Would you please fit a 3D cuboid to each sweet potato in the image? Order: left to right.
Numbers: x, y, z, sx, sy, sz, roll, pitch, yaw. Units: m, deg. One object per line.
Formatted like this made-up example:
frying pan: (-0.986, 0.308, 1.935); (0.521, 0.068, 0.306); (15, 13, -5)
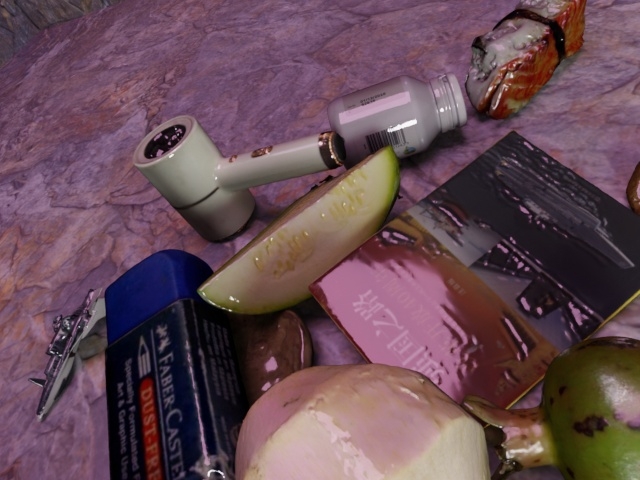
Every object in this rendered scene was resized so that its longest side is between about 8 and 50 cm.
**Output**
sweet potato: (0.428, -0.077, 0.631); (0.041, 0.038, 0.153); (-8, 44, 52)

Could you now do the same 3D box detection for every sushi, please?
sushi: (0.366, -0.351, 0.851); (0.332, 0.124, 0.130); (-45, 54, -14)

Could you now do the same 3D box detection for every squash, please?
squash: (0.000, 0.000, 0.665); (0.203, 0.111, 0.288); (-25, 15, 37)

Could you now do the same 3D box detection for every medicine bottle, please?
medicine bottle: (0.131, -0.207, 0.826); (0.216, 0.135, 0.135); (-16, 45, 12)

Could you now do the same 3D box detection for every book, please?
book: (0.205, 0.038, 0.598); (0.374, 0.028, 0.262); (-37, 60, -9)

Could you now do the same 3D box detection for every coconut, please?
coconut: (0.039, 0.219, 0.422); (0.198, 0.236, 0.237); (-13, 30, -41)

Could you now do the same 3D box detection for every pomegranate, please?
pomegranate: (0.242, 0.169, 0.431); (0.220, 0.156, 0.156); (-23, 38, 41)

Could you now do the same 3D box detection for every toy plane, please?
toy plane: (-0.417, 0.168, 0.788); (0.160, 0.082, 0.234); (-21, 36, 48)

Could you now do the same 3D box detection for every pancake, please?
pancake: (-0.116, 0.179, 0.654); (0.242, 0.050, 0.241); (-16, 53, 22)

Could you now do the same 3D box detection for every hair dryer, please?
hair dryer: (-0.109, -0.121, 0.795); (0.362, 0.203, 0.128); (-9, 47, 26)

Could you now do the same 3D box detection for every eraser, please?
eraser: (-0.179, 0.166, 0.594); (0.155, 0.101, 0.332); (-34, 52, 13)
